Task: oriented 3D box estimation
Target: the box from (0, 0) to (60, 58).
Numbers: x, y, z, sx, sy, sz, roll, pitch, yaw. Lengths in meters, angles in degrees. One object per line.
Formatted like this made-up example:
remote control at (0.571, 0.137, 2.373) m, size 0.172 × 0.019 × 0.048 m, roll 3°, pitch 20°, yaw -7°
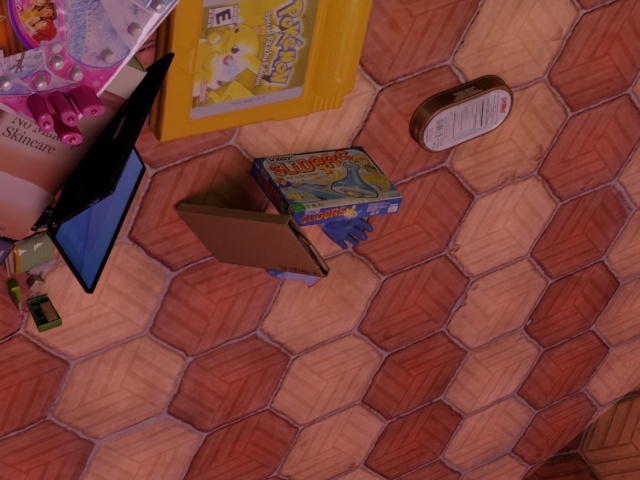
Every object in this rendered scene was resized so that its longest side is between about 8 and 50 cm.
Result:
box at (-0.355, -0.283, 1.232) m, size 0.200 × 0.057 × 0.293 m, roll -21°, pitch 140°, yaw -20°

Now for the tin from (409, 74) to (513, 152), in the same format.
tin at (0.237, -0.208, 2.254) m, size 0.189 × 0.040 × 0.106 m, roll -23°, pitch 144°, yaw -18°

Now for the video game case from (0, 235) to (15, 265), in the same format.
video game case at (-0.583, 0.035, 1.868) m, size 0.196 × 0.026 × 0.274 m, roll -51°, pitch 140°, yaw 11°

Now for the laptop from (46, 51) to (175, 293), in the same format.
laptop at (-0.257, -0.084, 1.817) m, size 0.136 × 0.234 × 0.264 m, roll 35°, pitch 144°, yaw -25°

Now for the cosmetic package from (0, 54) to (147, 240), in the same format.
cosmetic package at (-0.380, -0.160, 1.750) m, size 0.153 × 0.129 × 0.296 m, roll 19°, pitch 116°, yaw -46°

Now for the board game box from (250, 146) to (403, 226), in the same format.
board game box at (0.010, -0.085, 2.123) m, size 0.201 × 0.136 × 0.035 m, roll -9°, pitch 134°, yaw -32°

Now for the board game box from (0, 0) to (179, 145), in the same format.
board game box at (-0.273, -0.304, 1.364) m, size 0.390 × 0.050 × 0.390 m, roll -47°, pitch 142°, yaw 13°

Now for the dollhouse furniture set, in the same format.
dollhouse furniture set at (-0.420, 0.064, 2.009) m, size 0.076 × 0.058 × 0.152 m, roll -19°, pitch 139°, yaw -22°

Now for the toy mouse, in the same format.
toy mouse at (-0.397, -0.057, 1.908) m, size 0.143 × 0.031 × 0.161 m, roll -37°, pitch 158°, yaw -5°

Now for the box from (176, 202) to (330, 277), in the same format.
box at (-0.103, -0.001, 2.097) m, size 0.164 × 0.201 × 0.021 m, roll 54°, pitch 51°, yaw -52°

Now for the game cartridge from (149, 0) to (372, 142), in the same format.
game cartridge at (-0.077, -0.285, 1.919) m, size 0.323 × 0.053 × 0.285 m, roll -13°, pitch 137°, yaw -26°

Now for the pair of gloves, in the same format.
pair of gloves at (0.000, 0.000, 2.298) m, size 0.198 × 0.023 × 0.159 m, roll -43°, pitch 144°, yaw 9°
